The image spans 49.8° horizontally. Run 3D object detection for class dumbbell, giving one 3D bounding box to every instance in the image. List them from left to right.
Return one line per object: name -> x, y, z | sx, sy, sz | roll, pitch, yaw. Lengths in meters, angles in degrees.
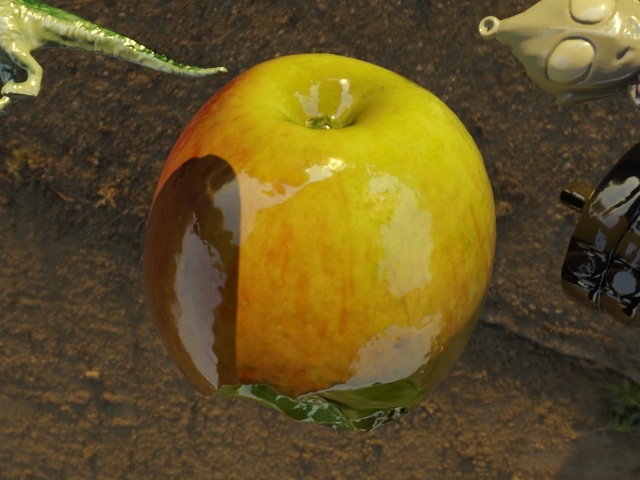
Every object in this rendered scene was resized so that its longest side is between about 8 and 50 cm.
dumbbell -> 0.368, 0.044, 0.566 | 0.388, 0.185, 0.185 | 35, 133, 36

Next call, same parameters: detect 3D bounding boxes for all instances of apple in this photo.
apple -> 0.000, 0.000, 0.648 | 0.340, 0.339, 0.339 | 5, 124, 7

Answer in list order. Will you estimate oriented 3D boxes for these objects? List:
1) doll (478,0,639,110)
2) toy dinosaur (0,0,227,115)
doll -> 0.224, -0.150, 0.540 | 0.227, 0.075, 0.102 | 28, 99, 36
toy dinosaur -> -0.273, -0.166, 0.672 | 0.383, 0.076, 0.129 | 24, 94, 9
